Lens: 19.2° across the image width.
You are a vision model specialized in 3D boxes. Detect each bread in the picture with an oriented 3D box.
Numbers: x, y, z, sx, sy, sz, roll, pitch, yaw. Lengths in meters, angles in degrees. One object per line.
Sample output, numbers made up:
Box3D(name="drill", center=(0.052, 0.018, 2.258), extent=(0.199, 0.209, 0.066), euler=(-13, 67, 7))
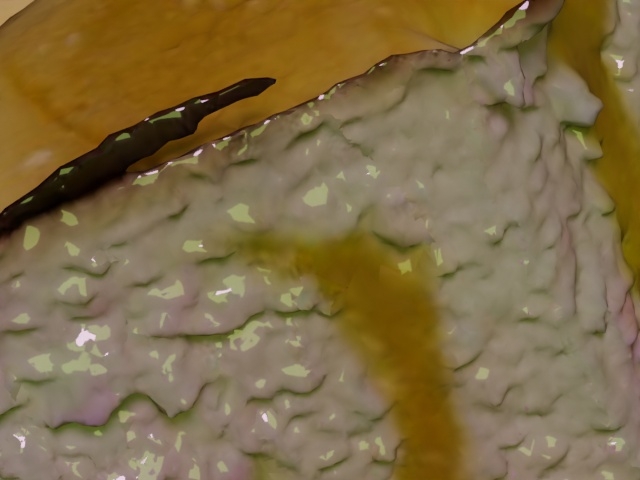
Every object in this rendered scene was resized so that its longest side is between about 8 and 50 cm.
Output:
Box3D(name="bread", center=(0.008, -0.009, 0.441), extent=(0.260, 0.156, 0.158), euler=(-26, 121, -2))
